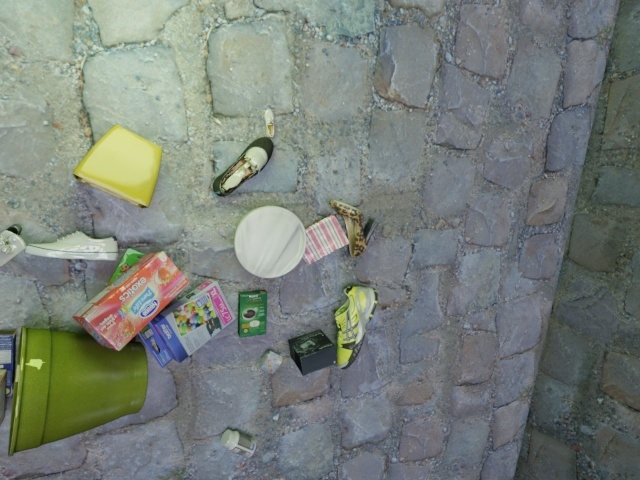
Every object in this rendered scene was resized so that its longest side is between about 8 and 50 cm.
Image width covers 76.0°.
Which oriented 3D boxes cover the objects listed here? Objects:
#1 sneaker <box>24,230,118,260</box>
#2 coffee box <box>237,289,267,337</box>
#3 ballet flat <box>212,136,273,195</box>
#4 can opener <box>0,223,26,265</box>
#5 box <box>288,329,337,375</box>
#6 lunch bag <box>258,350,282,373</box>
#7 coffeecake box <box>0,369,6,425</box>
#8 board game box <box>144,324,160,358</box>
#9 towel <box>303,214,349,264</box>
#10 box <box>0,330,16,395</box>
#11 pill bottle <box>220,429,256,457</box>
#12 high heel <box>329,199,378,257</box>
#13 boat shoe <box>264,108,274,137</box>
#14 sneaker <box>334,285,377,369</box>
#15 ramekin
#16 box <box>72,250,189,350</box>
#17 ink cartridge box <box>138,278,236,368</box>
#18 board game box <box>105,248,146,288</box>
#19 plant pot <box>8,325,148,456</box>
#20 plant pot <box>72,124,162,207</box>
[{"bbox_3d":[-0.790,0.015,1.314,0.258,0.094,0.091,4,85,-28],"label":"sneaker"},{"bbox_3d":[-0.270,0.290,1.628,0.113,0.040,0.184,-4,106,-23],"label":"coffee box"},{"bbox_3d":[-0.261,-0.254,1.448,0.280,0.096,0.095,-47,116,-5],"label":"ballet flat"},{"bbox_3d":[-1.007,0.064,1.234,0.280,0.093,0.074,-38,114,0],"label":"can opener"},{"bbox_3d":[-0.033,0.465,1.713,0.156,0.158,0.093,-14,110,-20],"label":"box"},{"bbox_3d":[-0.207,0.504,1.710,0.071,0.053,0.083,32,100,-25],"label":"lunch bag"},{"bbox_3d":[-1.086,0.505,1.289,0.143,0.068,0.185,6,104,-23],"label":"coffeecake box"},{"bbox_3d":[-0.609,0.329,1.460,0.026,0.103,0.154,-18,111,-18],"label":"board game box"},{"bbox_3d":[0.000,0.000,1.644,0.197,0.029,0.144,-29,113,3],"label":"towel"},{"bbox_3d":[-1.069,0.398,1.319,0.137,0.036,0.225,6,103,-24],"label":"box"},{"bbox_3d":[-0.348,0.857,1.734,0.137,0.078,0.078,40,87,-27],"label":"pill bottle"},{"bbox_3d":[0.107,-0.043,1.668,0.261,0.093,0.186,27,93,-31],"label":"high heel"},{"bbox_3d":[-0.181,-0.420,1.469,0.035,0.035,0.100,-5,107,-22],"label":"boat shoe"},{"bbox_3d":[0.122,0.372,1.786,0.147,0.145,0.384,17,95,-5],"label":"sneaker"},{"bbox_3d":[-0.197,-0.004,1.529,0.273,0.127,0.272,-6,106,-21],"label":"ramekin"},{"bbox_3d":[-0.594,0.184,1.299,0.300,0.154,0.142,-51,119,-36],"label":"box"},{"bbox_3d":[-0.470,0.300,1.474,0.311,0.065,0.185,-36,120,-32],"label":"ink cartridge box"},{"bbox_3d":[-0.668,0.159,1.425,0.124,0.039,0.259,28,94,-27],"label":"board game box"},{"bbox_3d":[-0.766,0.454,1.320,0.353,0.367,0.366,6,102,-37],"label":"plant pot"},{"bbox_3d":[-0.603,-0.229,1.260,0.212,0.212,0.187,26,80,-27],"label":"plant pot"}]
